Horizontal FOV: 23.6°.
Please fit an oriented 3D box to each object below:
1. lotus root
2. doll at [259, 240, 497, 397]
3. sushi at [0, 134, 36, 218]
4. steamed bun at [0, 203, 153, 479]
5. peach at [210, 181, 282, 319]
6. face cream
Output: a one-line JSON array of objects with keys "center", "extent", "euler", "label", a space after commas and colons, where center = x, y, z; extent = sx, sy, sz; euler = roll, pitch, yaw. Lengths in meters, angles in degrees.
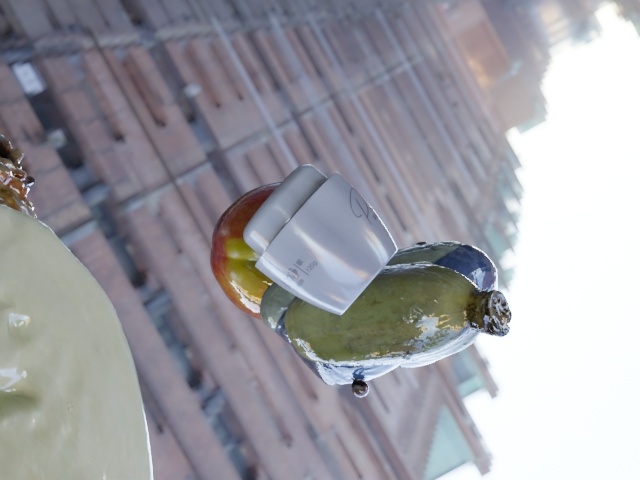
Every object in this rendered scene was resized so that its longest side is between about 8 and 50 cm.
[{"center": [0.062, 0.058, 1.213], "extent": [0.183, 0.077, 0.090], "euler": [-8, 171, 22], "label": "lotus root"}, {"center": [0.082, 0.070, 1.688], "extent": [0.258, 0.154, 0.228], "euler": [-22, 175, -43], "label": "doll"}, {"center": [-0.455, 0.042, 1.544], "extent": [0.417, 0.176, 0.417], "euler": [-41, -164, 15], "label": "sushi"}, {"center": [-0.273, 0.200, 0.682], "extent": [0.371, 0.290, 0.456], "euler": [-3, -131, 34], "label": "steamed bun"}, {"center": [-0.051, 0.013, 2.010], "extent": [0.190, 0.190, 0.192], "euler": [-29, -178, 2], "label": "peach"}, {"center": [0.000, 0.000, 1.108], "extent": [0.091, 0.095, 0.091], "euler": [-48, 177, -3], "label": "face cream"}]
